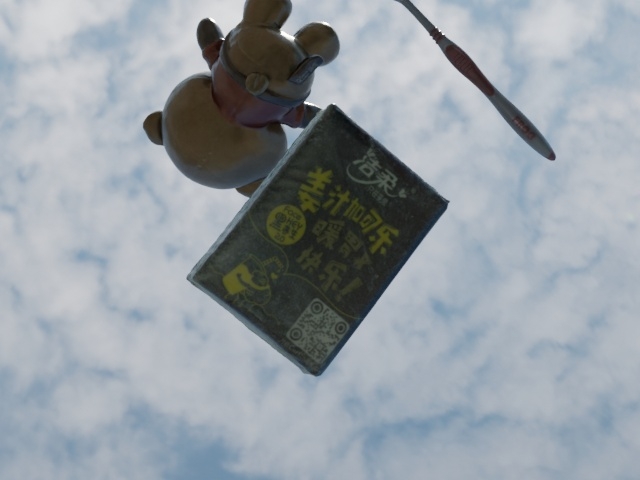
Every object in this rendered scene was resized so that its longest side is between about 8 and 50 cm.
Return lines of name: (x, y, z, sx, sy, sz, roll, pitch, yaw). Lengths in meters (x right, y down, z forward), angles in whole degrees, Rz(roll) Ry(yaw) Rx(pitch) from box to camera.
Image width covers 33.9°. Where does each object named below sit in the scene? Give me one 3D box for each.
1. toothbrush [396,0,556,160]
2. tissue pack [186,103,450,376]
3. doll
toothbrush: (0.105, -0.127, 0.761, 0.013, 0.019, 0.193, -43, -83, 16)
tissue pack: (0.000, 0.000, 1.191, 0.185, 0.081, 0.257, 40, -100, -12)
doll: (-0.110, -0.203, 1.553, 0.330, 0.235, 0.174, -51, -165, 39)
